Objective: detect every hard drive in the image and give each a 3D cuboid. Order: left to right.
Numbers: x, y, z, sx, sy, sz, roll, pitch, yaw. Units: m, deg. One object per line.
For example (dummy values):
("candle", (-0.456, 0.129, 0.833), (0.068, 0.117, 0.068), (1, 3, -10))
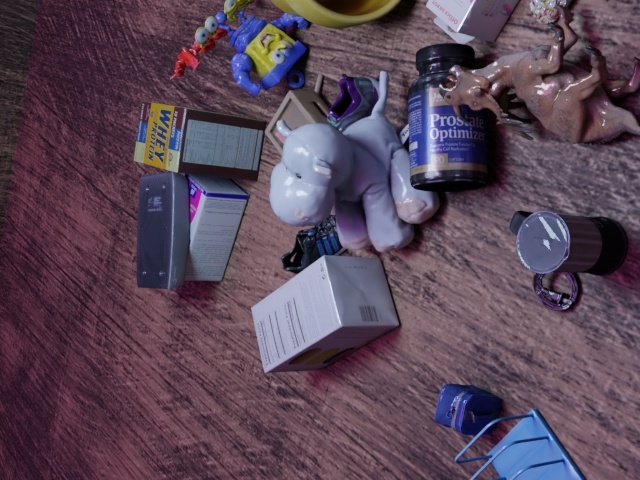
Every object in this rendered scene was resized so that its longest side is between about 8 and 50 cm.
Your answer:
("hard drive", (-0.349, -0.020, 1.884), (0.172, 0.054, 0.254), (-2, 86, 52))

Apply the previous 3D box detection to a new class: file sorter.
("file sorter", (0.289, 0.346, 1.208), (0.118, 0.105, 0.170), (-56, 48, 31))

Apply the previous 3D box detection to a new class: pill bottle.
("pill bottle", (0.199, -0.192, 1.344), (0.123, 0.123, 0.219), (-7, 82, 51))

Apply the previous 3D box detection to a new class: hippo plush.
("hippo plush", (0.051, -0.104, 1.399), (0.234, 0.237, 0.294), (43, 119, 30))

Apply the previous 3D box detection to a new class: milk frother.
("milk frother", (0.323, 0.032, 1.166), (0.129, 0.135, 0.143), (12, 97, 51))

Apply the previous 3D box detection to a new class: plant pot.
("plant pot", (0.005, -0.501, 1.527), (0.239, 0.254, 0.253), (-170, 84, -65))

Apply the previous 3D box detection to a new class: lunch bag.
("lunch bag", (0.226, 0.258, 1.297), (0.065, 0.098, 0.067), (14, 93, 48))

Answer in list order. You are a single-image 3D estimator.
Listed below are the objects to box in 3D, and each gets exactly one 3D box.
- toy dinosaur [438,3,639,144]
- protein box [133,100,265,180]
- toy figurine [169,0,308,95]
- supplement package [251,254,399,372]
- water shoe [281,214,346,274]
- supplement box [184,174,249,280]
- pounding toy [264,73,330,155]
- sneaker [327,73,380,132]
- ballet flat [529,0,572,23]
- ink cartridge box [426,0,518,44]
("toy dinosaur", (0.331, -0.197, 1.193), (0.296, 0.127, 0.200), (44, 129, 29))
("protein box", (-0.264, -0.216, 1.853), (0.200, 0.201, 0.135), (18, 101, 50))
("toy figurine", (-0.113, -0.399, 1.746), (0.362, 0.217, 0.191), (-54, 9, -29))
("supplement package", (0.002, 0.139, 1.549), (0.244, 0.139, 0.133), (-37, 59, 44))
("water shoe", (0.000, 0.000, 1.608), (0.203, 0.080, 0.072), (-53, 50, 34))
("supplement box", (-0.261, -0.029, 1.907), (0.111, 0.114, 0.219), (39, 119, 45))
("pounding toy", (-0.025, -0.233, 1.661), (0.141, 0.100, 0.130), (54, 128, 25))
("sneaker", (0.036, -0.199, 1.564), (0.083, 0.098, 0.223), (35, 114, 46))
("ballet flat", (0.351, -0.429, 1.212), (0.091, 0.077, 0.240), (46, 122, 41))
("ink cartridge box", (0.244, -0.384, 1.329), (0.092, 0.090, 0.143), (55, 129, 38))
